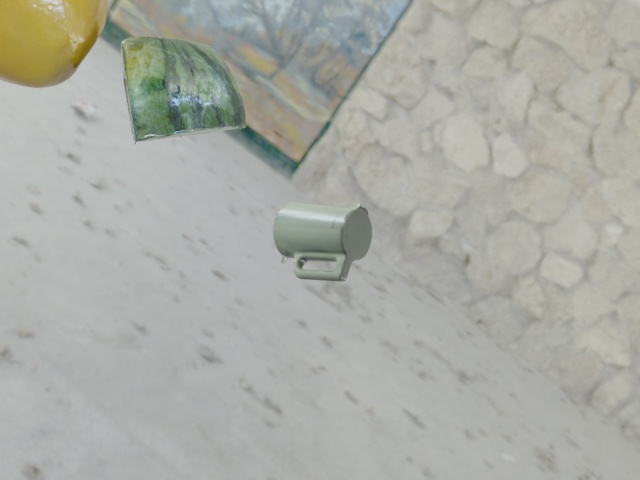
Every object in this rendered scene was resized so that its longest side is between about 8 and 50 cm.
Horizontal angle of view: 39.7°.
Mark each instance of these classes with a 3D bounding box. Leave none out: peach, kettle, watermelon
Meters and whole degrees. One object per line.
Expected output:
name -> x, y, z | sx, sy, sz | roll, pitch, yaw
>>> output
peach -> -0.529, -0.435, 1.560 | 0.308, 0.289, 0.289 | 53, 0, -35
kettle -> -0.001, -0.006, 1.488 | 0.148, 0.127, 0.098 | 6, -53, 37
watermelon -> -0.294, -0.276, 1.742 | 0.261, 0.201, 0.213 | -7, 80, -38
